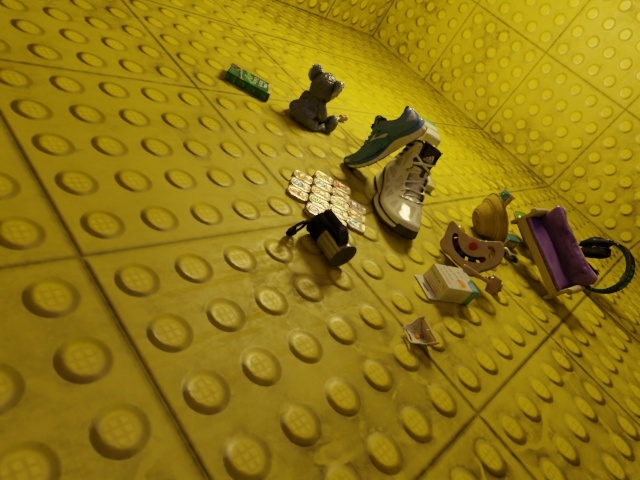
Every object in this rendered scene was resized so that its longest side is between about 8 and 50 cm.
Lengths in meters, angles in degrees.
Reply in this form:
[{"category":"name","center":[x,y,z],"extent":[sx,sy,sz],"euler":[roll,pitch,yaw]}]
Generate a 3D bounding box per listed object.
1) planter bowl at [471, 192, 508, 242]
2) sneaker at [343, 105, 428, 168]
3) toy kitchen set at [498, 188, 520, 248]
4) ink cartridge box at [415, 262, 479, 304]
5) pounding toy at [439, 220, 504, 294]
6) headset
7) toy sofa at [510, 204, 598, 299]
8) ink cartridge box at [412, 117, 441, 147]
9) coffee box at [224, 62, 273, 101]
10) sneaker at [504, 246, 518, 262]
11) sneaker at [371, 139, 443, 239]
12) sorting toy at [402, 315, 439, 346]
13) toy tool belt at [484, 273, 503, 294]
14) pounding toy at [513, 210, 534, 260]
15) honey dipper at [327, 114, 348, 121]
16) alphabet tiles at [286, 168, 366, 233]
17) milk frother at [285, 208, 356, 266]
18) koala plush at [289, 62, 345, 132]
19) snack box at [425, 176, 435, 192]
[{"category":"planter bowl","center":[0.692,-0.085,1.970],"extent":[0.091,0.217,0.217],"euler":[-10,42,-2]},{"category":"sneaker","center":[0.222,-0.382,1.752],"extent":[0.147,0.330,0.130],"euler":[58,19,-6]},{"category":"toy kitchen set","center":[0.811,-0.097,2.061],"extent":[0.122,0.166,0.207],"euler":[7,41,-46]},{"category":"ink cartridge box","center":[0.392,0.133,1.463],"extent":[0.182,0.061,0.104],"euler":[11,39,-34]},{"category":"pounding toy","center":[0.527,0.036,1.588],"extent":[0.269,0.154,0.155],"euler":[47,6,19]},{"category":"headset","center":[1.256,0.092,2.192],"extent":[0.185,0.243,0.394],"euler":[13,18,-33]},{"category":"toy sofa","center":[0.927,0.042,1.881],"extent":[0.150,0.177,0.362],"euler":[-2,69,-45]},{"category":"ink cartridge box","center":[0.499,-0.486,2.307],"extent":[0.087,0.153,0.208],"euler":[26,32,-14]},{"category":"coffee box","center":[-0.278,-0.621,1.856],"extent":[0.184,0.040,0.113],"euler":[26,32,-14]},{"category":"sneaker","center":[0.780,0.065,1.960],"extent":[0.035,0.031,0.083],"euler":[-17,54,-37]},{"category":"sneaker","center":[0.316,-0.214,1.668],"extent":[0.169,0.257,0.447],"euler":[25,33,-17]},{"category":"sorting toy","center":[0.249,0.240,1.209],"extent":[0.075,0.044,0.083],"euler":[4,43,-30]},{"category":"toy tool belt","center":[0.616,0.146,1.668],"extent":[0.052,0.051,0.083],"euler":[24,33,-19]},{"category":"pounding toy","center":[0.961,-0.044,2.124],"extent":[0.183,0.110,0.236],"euler":[54,25,-38]},{"category":"honey dipper","center":[0.059,-0.544,2.090],"extent":[0.161,0.030,0.030],"euler":[-12,55,-45]},{"category":"alphabet tiles","center":[0.028,-0.130,1.511],"extent":[0.278,0.021,0.284],"euler":[28,33,-11]},{"category":"milk frother","center":[0.000,0.000,1.257],"extent":[0.143,0.129,0.134],"euler":[-30,60,-9]},{"category":"koala plush","center":[-0.005,-0.565,1.868],"extent":[0.196,0.221,0.203],"euler":[47,33,17]},{"category":"snack box","center":[0.439,-0.276,2.078],"extent":[0.100,0.037,0.141],"euler":[21,34,-20]}]
